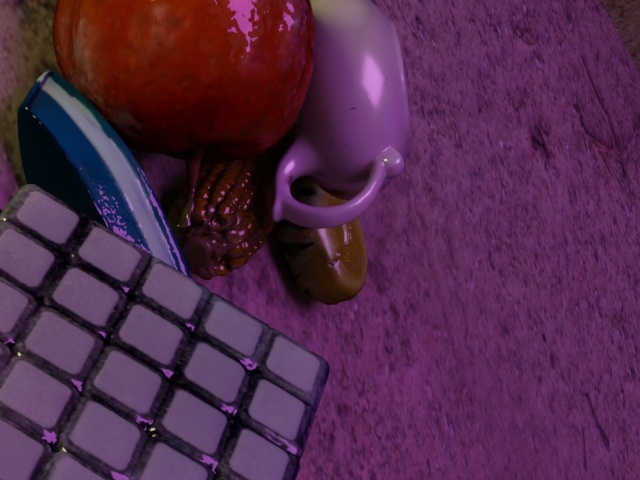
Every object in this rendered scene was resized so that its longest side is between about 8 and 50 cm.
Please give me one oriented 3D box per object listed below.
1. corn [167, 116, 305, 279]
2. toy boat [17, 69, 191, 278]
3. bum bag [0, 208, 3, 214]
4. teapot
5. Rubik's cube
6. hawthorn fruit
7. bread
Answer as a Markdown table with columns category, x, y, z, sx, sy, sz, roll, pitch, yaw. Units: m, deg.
| category | x | y | z | sx | sy | sz | roll | pitch | yaw |
| --- | --- | --- | --- | --- | --- | --- | --- | --- | --- |
| corn | -0.068 | -0.059 | 1.412 | 0.097 | 0.097 | 0.320 | 64 | 26 | -16 |
| toy boat | -0.179 | 0.001 | 1.168 | 0.062 | 0.096 | 0.299 | -27 | 95 | -53 |
| bum bag | -0.292 | -0.087 | 1.037 | 0.107 | 0.060 | 0.232 | -43 | 115 | -70 |
| teapot | 0.014 | -0.133 | 1.373 | 0.298 | 0.139 | 0.204 | -96 | -178 | -45 |
| Rubik's cube | -0.164 | 0.153 | 0.860 | 0.238 | 0.237 | 0.237 | 32 | 37 | -7 |
| hawthorn fruit | -0.113 | -0.145 | 1.233 | 0.242 | 0.242 | 0.271 | 19 | 65 | -58 |
| bread | 0.000 | 0.000 | 1.523 | 0.139 | 0.071 | 0.130 | 58 | 33 | -29 |
